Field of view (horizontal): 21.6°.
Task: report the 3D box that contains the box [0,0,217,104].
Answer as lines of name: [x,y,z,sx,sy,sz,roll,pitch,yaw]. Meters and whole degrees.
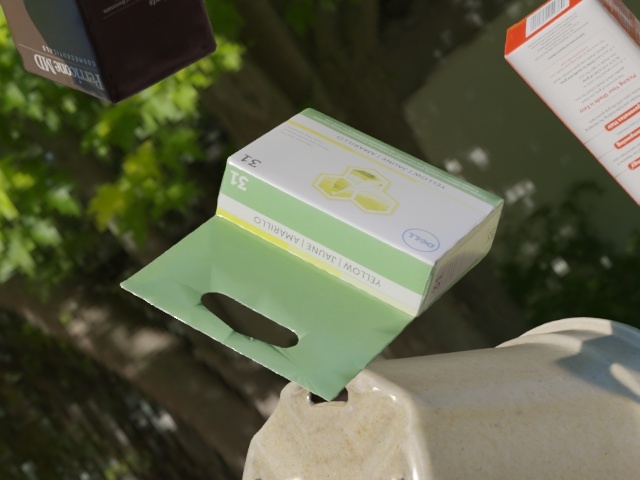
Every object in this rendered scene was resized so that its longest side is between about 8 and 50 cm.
box: [-0.248,-0.339,1.606,0.143,0.381,0.191,-33,33,-26]

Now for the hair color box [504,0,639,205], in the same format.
hair color box: [0.189,-0.096,1.074,0.072,0.141,0.043,-35,21,26]

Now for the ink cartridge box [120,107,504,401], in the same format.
ink cartridge box: [0.000,0.000,1.149,0.235,0.171,0.056,-37,-31,-53]

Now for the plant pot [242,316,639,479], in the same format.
plant pot: [0.117,0.220,1.381,0.305,0.334,0.334,7,-35,-41]
